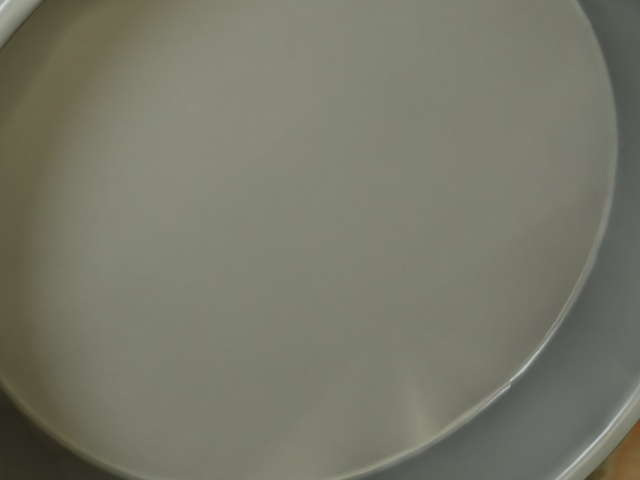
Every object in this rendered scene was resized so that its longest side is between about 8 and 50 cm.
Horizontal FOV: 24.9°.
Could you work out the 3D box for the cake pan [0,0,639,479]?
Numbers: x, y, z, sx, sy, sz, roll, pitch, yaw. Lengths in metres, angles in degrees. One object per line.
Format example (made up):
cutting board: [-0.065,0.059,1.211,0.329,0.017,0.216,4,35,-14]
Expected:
cake pan: [0.000,0.000,0.508,0.293,0.054,0.293,-7,118,-14]
